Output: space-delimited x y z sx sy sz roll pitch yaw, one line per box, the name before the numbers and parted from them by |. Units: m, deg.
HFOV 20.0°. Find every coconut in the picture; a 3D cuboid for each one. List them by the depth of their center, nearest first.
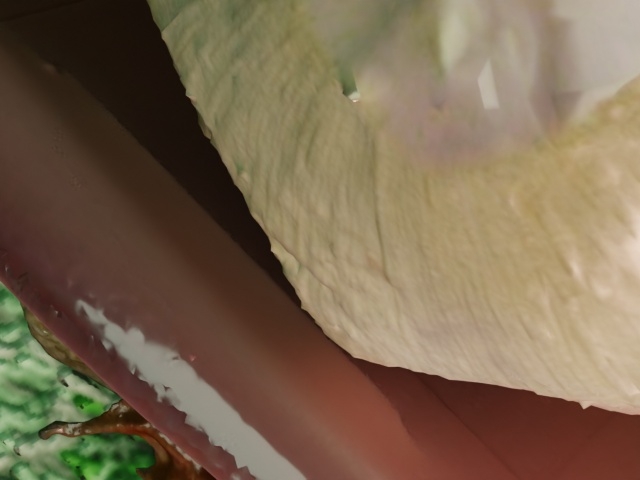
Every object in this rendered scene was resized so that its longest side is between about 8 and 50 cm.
coconut | 0.090 -0.096 0.461 0.297 0.254 0.297 10 115 23

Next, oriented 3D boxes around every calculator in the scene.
calculator | 0.000 0.000 0.569 0.330 0.220 0.048 43 119 10

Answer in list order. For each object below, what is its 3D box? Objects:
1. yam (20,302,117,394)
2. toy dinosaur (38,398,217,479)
yam | 0.046 0.082 0.617 0.317 0.067 0.071 30 119 -9
toy dinosaur | -0.038 0.123 0.712 0.207 0.113 0.327 27 123 17
